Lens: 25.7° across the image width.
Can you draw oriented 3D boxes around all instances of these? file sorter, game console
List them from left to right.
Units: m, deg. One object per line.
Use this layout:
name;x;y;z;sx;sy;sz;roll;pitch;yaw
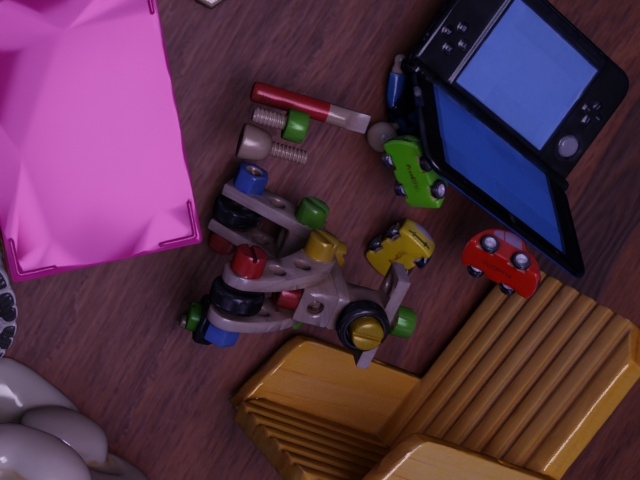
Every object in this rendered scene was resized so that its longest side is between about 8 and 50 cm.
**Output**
file sorter;-0.268;-0.131;1.523;0.202;0.182;0.291;-13;102;-13
game console;0.251;-0.144;1.644;0.293;0.173;0.250;34;94;-34

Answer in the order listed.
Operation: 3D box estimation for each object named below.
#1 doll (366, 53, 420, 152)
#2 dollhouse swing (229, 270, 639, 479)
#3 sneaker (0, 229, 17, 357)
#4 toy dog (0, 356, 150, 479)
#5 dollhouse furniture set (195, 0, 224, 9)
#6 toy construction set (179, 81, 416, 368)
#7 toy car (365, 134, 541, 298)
doll;0.129;-0.176;1.701;0.189;0.046;0.129;-41;120;-6
dollhouse swing;0.129;0.152;1.586;0.315;0.347;0.305;22;97;-26
sneaker;-0.388;0.012;1.552;0.107;0.118;0.279;0;116;-8
toy dog;-0.287;0.360;1.487;0.395;0.408;0.284;36;89;-19
dollhouse furniture set;-0.107;-0.327;1.595;0.114;0.091;0.081;-34;92;-5
toy construction set;0.000;0.000;1.580;0.237;0.257;0.309;14;92;-11
toy car;0.137;-0.039;1.633;0.053;0.239;0.225;-52;133;-35
